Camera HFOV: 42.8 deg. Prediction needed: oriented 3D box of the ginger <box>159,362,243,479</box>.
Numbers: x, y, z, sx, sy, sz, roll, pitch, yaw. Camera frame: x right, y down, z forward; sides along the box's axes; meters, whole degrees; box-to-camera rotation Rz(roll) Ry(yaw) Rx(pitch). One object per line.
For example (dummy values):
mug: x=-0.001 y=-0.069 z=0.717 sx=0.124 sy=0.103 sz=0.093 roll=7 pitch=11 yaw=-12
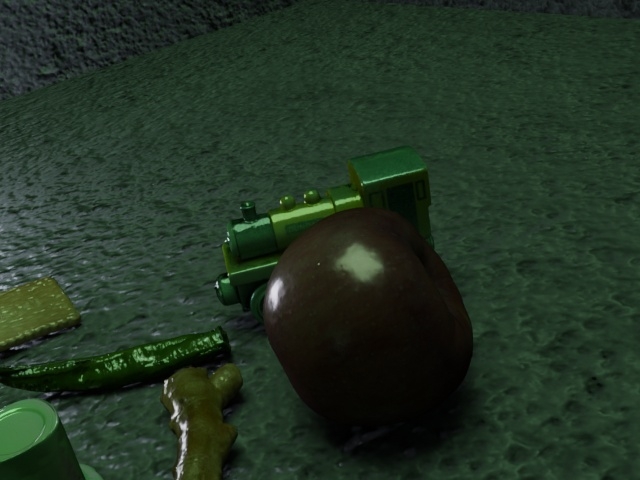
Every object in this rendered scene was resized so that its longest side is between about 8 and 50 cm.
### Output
ginger: x=-0.162 y=0.262 z=1.062 sx=0.118 sy=0.065 sz=0.299 roll=-13 pitch=29 yaw=4

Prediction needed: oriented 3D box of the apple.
apple: x=0.055 y=0.099 z=1.064 sx=0.235 sy=0.305 sz=0.305 roll=-32 pitch=23 yaw=15

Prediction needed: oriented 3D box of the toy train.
toy train: x=0.000 y=0.000 z=1.319 sx=0.369 sy=0.237 sz=0.150 roll=-14 pitch=29 yaw=-6

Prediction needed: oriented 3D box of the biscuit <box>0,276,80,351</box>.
biscuit: x=-0.565 y=0.146 z=1.443 sx=0.250 sy=0.030 sz=0.160 roll=-22 pitch=39 yaw=-29

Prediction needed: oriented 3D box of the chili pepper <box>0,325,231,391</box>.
chili pepper: x=-0.316 y=0.189 z=1.251 sx=0.359 sy=0.076 sz=0.085 roll=-11 pitch=7 yaw=-8

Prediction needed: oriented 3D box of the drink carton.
drink carton: x=-0.356 y=0.283 z=1.007 sx=0.146 sy=0.142 sz=0.144 roll=-27 pitch=30 yaw=-26
